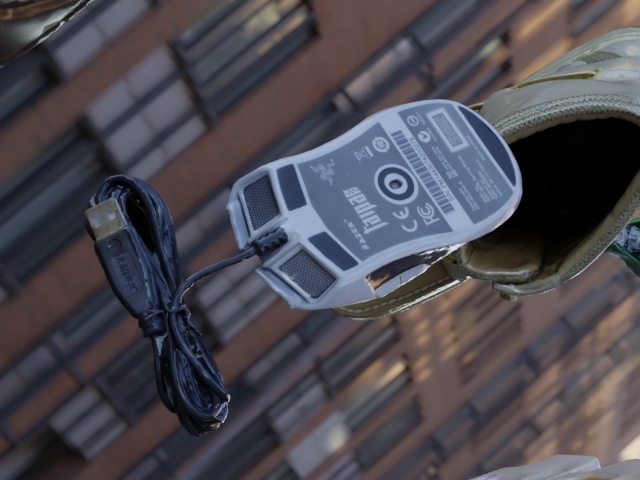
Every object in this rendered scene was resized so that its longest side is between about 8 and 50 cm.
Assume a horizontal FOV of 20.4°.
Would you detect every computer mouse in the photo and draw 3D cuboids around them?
[{"bbox_3d":[0.000,0.000,0.718,0.106,0.193,0.042,58,-32,18],"label":"computer mouse"}]

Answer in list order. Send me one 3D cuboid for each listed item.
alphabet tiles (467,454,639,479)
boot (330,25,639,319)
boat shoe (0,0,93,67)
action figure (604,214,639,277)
[{"bbox_3d":[-0.031,0.122,0.561,0.278,0.284,0.021,156,-84,-76],"label":"alphabet tiles"},{"bbox_3d":[0.083,-0.014,0.976,0.095,0.262,0.203,57,21,-7],"label":"boot"},{"bbox_3d":[-0.061,-0.158,0.492,0.095,0.257,0.095,46,21,11],"label":"boat shoe"},{"bbox_3d":[0.290,0.015,1.132,0.232,0.137,0.063,7,-8,-2],"label":"action figure"}]
